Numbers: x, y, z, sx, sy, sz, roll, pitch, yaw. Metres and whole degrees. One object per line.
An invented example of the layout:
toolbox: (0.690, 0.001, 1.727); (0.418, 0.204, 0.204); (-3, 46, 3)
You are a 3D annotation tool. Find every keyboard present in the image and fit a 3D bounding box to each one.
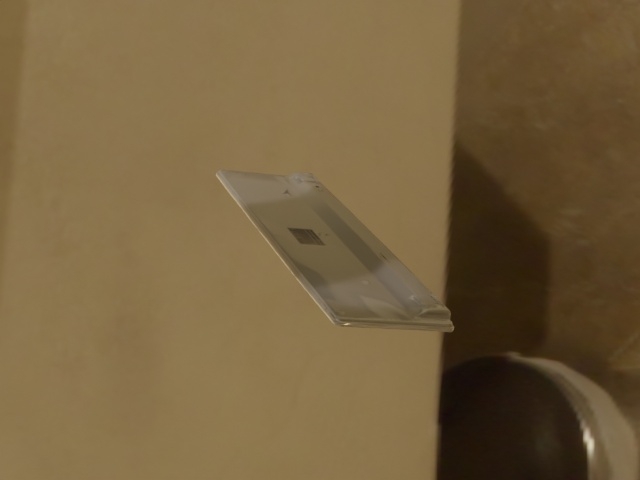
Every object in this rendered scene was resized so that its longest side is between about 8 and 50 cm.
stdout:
keyboard: (0.000, 0.000, 0.784); (0.256, 0.072, 0.014); (-132, 45, -61)
